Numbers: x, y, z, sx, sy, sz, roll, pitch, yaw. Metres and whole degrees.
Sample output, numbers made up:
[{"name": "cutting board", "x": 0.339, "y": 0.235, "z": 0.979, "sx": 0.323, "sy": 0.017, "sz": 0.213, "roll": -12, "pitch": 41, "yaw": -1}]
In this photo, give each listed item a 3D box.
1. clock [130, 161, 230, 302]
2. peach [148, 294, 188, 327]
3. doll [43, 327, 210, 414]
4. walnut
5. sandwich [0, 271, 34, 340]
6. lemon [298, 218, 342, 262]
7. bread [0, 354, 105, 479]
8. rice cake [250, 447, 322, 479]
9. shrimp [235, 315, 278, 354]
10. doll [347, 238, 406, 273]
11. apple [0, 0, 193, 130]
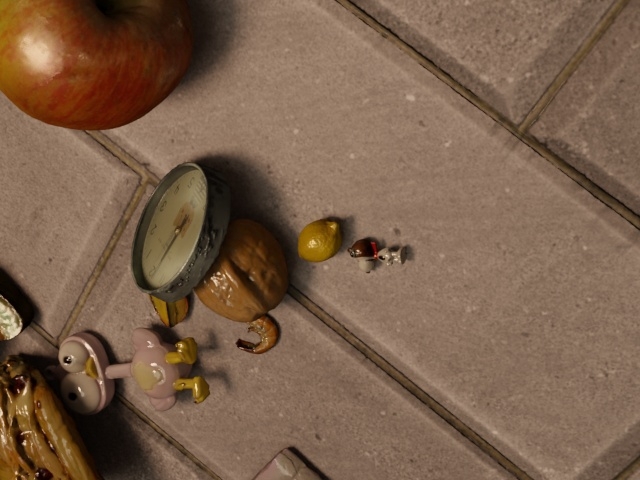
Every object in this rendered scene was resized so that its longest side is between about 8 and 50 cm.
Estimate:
[{"name": "clock", "x": -0.223, "y": -0.016, "z": 1.376, "sx": 0.049, "sy": 0.226, "sz": 0.226, "roll": 25, "pitch": 129, "yaw": -35}, {"name": "peach", "x": -0.260, "y": 0.106, "z": 1.524, "sx": 0.077, "sy": 0.050, "sz": 0.083, "roll": -28, "pitch": 88, "yaw": 54}, {"name": "doll", "x": -0.362, "y": 0.238, "z": 1.600, "sx": 0.365, "sy": 0.094, "sz": 0.160, "roll": -7, "pitch": 104, "yaw": 26}, {"name": "walnut", "x": -0.127, "y": 0.051, "z": 1.392, "sx": 0.166, "sy": 0.149, "sz": 0.167, "roll": -1, "pitch": 107, "yaw": -4}, {"name": "sandwich", "x": -0.709, "y": 0.173, "z": 1.690, "sx": 0.250, "sy": 0.162, "sz": 0.301, "roll": 32, "pitch": 90, "yaw": -5}, {"name": "lemon", "x": 0.000, "y": 0.000, "z": 1.359, "sx": 0.065, "sy": 0.065, "sz": 0.092, "roll": 49, "pitch": 123, "yaw": -1}, {"name": "bread", "x": -0.537, "y": 0.390, "z": 1.640, "sx": 0.277, "sy": 0.167, "sz": 0.325, "roll": 3, "pitch": 121, "yaw": 63}, {"name": "rice cake", "x": -0.109, "y": 0.498, "z": 1.617, "sx": 0.106, "sy": 0.050, "sz": 0.298, "roll": 41, "pitch": 121, "yaw": 4}, {"name": "shrimp", "x": -0.130, "y": 0.142, "z": 1.496, "sx": 0.127, "sy": 0.025, "sz": 0.091, "roll": 47, "pitch": 122, "yaw": -3}, {"name": "doll", "x": 0.086, "y": 0.021, "z": 1.344, "sx": 0.085, "sy": 0.040, "sz": 0.058, "roll": -16, "pitch": 116, "yaw": 33}, {"name": "apple", "x": -0.352, "y": -0.296, "z": 1.274, "sx": 0.301, "sy": 0.301, "sz": 0.302, "roll": 9, "pitch": 114, "yaw": 21}]
